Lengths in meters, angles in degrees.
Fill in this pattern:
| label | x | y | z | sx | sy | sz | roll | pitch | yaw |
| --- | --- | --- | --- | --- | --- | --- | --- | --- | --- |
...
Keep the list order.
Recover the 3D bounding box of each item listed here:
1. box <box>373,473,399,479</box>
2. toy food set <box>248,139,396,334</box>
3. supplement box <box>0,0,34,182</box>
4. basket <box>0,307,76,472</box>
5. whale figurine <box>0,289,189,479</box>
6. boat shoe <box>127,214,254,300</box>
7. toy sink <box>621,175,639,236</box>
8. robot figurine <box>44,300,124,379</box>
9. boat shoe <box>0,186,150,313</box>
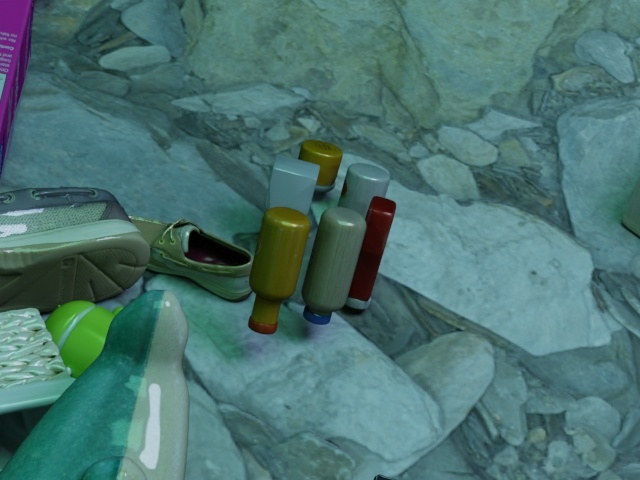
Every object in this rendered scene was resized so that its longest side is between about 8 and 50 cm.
| label | x | y | z | sx | sy | sz | roll | pitch | yaw |
| --- | --- | --- | --- | --- | --- | --- | --- | --- | --- |
| box | 0.157 | 0.332 | 1.328 | 0.322 | 0.079 | 0.257 | 17 | 45 | 2 |
| toy food set | 0.000 | 0.000 | 1.595 | 0.111 | 0.105 | 0.232 | 14 | 21 | -1 |
| supplement box | -0.322 | -0.140 | 1.622 | 0.114 | 0.111 | 0.220 | 10 | 47 | -5 |
| basket | -0.274 | 0.130 | 1.386 | 0.167 | 0.113 | 0.103 | -8 | 47 | -22 |
| whale figurine | -0.166 | 0.163 | 1.292 | 0.141 | 0.216 | 0.272 | 12 | 84 | -6 |
| boat shoe | -0.116 | 0.004 | 1.584 | 0.135 | 0.045 | 0.050 | 20 | 46 | 5 |
| toy sink | 0.425 | -0.028 | 1.688 | 0.234 | 0.131 | 0.153 | 38 | 51 | 20 |
| robot figurine | -0.176 | 0.092 | 1.473 | 0.115 | 0.067 | 0.101 | 29 | 42 | 14 |
| boat shoe | -0.285 | 0.008 | 1.507 | 0.285 | 0.103 | 0.092 | -8 | 44 | -24 |
